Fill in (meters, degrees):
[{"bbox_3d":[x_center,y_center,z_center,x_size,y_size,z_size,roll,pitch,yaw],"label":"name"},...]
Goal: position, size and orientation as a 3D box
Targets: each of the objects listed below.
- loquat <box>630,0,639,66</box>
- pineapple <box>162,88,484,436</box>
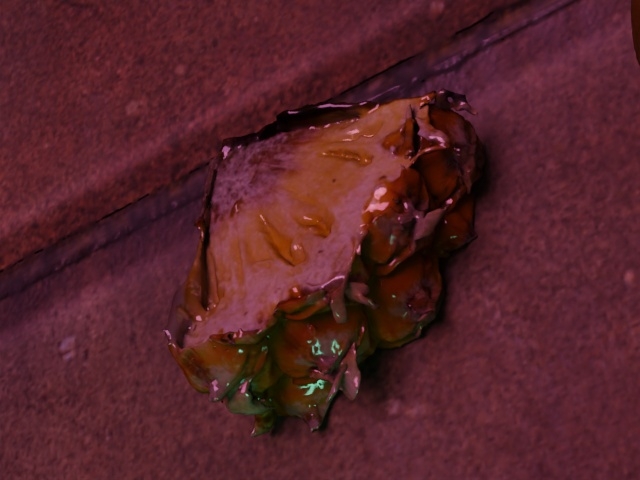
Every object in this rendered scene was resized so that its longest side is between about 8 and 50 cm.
[{"bbox_3d":[0.251,-0.122,0.978,0.213,0.213,0.213,-16,61,31],"label":"loquat"},{"bbox_3d":[0.000,0.000,1.199,0.236,0.114,0.186,-49,48,-4],"label":"pineapple"}]
